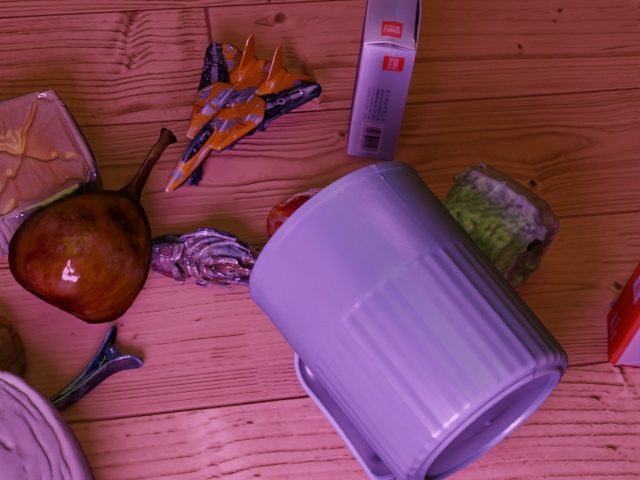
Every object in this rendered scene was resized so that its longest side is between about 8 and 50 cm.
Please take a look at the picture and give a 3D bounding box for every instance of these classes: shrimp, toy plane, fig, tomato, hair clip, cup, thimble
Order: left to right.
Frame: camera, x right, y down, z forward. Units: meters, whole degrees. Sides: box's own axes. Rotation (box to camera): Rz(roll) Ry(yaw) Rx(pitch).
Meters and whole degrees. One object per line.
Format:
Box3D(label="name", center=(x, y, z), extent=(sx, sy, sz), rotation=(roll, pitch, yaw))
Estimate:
Box3D(label="hair clip", center=(-0.345, 0.200, 1.359), extent=(0.230, 0.039, 0.070), rotation=(-34, 67, -23))
Box3D(label="fig", center=(-0.275, -0.012, 1.402), extent=(0.290, 0.190, 0.190), rotation=(-36, 66, -13))
Box3D(label="shrimp", center=(-0.141, 0.026, 1.464), extent=(0.233, 0.090, 0.079), rotation=(9, 22, 12))
Box3D(label="toy plane", center=(-0.150, -0.176, 1.599), extent=(0.204, 0.103, 0.316), rotation=(24, 64, 12))
Box3D(label="tomato", center=(0.000, 0.000, 1.509), extent=(0.156, 0.069, 0.155), rotation=(1, 56, -1))
Box3D(label="cup", center=(0.084, 0.128, 1.247), extent=(0.331, 0.257, 0.311), rotation=(-48, 64, 18))
Box3D(label="thimble", center=(0.225, 0.006, 1.440), extent=(0.150, 0.219, 0.219), rotation=(33, 59, 17))

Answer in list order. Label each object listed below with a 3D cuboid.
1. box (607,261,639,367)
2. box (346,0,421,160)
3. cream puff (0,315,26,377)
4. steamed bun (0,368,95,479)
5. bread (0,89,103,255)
Box3D(label="box", center=(0.481, 0.101, 1.428), extent=(0.133, 0.182, 0.099), rotation=(8, 57, 4))
Box3D(label="box", center=(0.094, -0.253, 1.568), extent=(0.079, 0.269, 0.135), rotation=(7, 58, -1))
Box3D(label="cream puff", center=(-0.454, 0.141, 1.342), extent=(0.146, 0.116, 0.146), rotation=(2, 53, -3))
Box3D(label="steamed bun", center=(-0.354, 0.323, 1.156), extent=(0.236, 0.247, 0.383), rotation=(-10, 52, -25))
Box3D(label="bread", center=(-0.427, -0.101, 1.509), extent=(0.192, 0.109, 0.209), rotation=(-29, 63, -16))
